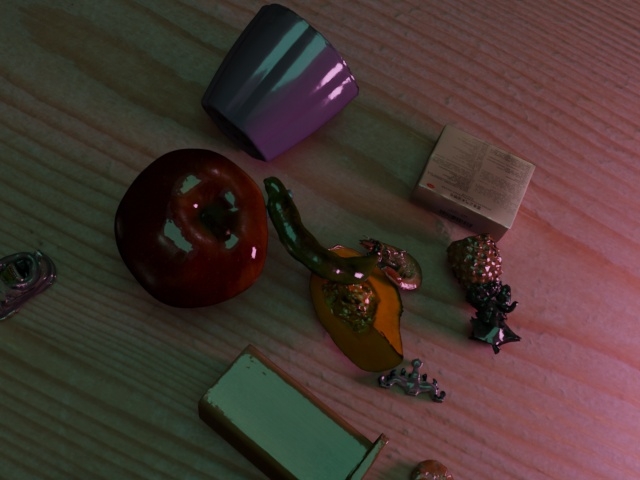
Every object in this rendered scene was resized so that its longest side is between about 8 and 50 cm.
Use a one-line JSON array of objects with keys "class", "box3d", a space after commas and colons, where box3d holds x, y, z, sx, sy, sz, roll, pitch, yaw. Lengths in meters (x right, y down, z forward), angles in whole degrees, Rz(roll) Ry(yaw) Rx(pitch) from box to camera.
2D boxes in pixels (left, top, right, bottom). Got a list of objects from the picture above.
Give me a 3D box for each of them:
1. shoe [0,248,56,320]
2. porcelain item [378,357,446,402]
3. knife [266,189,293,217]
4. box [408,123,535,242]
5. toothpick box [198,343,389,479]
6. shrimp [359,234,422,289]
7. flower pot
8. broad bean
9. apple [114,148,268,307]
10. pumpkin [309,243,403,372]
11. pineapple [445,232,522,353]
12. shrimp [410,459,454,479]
[{"class": "shoe", "box3d": [-0.578, 0.080, 1.703, 0.180, 0.092, 0.089, -33, 79, -18]}, {"class": "porcelain item", "box3d": [0.184, 0.266, 1.797, 0.136, 0.021, 0.075, 16, 69, -3]}, {"class": "knife", "box3d": [-0.131, -0.034, 1.858, 0.028, 0.015, 0.210, 45, 70, 2]}, {"class": "box", "box3d": [0.317, -0.118, 1.918, 0.212, 0.095, 0.168, 26, 67, 1]}, {"class": "toothpick box", "box3d": [-0.059, 0.351, 1.649, 0.308, 0.187, 0.190, 38, 70, 9]}, {"class": "shrimp", "box3d": [0.139, 0.050, 1.834, 0.162, 0.045, 0.095, 27, 56, -25]}, {"class": "flower pot", "box3d": [-0.093, -0.298, 1.845, 0.265, 0.265, 0.243, 39, 80, 6]}, {"class": "broad bean", "box3d": [0.000, 0.000, 1.707, 0.292, 0.049, 0.144, 30, 50, -26]}, {"class": "apple", "box3d": [-0.237, -0.019, 1.673, 0.288, 0.317, 0.288, 3, 81, -20]}, {"class": "pumpkin", "box3d": [0.093, 0.140, 1.788, 0.163, 0.111, 0.278, -15, 56, -46]}, {"class": "pineapple", "box3d": [0.329, 0.109, 1.839, 0.119, 0.111, 0.237, -21, 79, 16]}, {"class": "shrimp", "box3d": [0.211, 0.501, 1.707, 0.091, 0.043, 0.184, 7, 69, -10]}]
